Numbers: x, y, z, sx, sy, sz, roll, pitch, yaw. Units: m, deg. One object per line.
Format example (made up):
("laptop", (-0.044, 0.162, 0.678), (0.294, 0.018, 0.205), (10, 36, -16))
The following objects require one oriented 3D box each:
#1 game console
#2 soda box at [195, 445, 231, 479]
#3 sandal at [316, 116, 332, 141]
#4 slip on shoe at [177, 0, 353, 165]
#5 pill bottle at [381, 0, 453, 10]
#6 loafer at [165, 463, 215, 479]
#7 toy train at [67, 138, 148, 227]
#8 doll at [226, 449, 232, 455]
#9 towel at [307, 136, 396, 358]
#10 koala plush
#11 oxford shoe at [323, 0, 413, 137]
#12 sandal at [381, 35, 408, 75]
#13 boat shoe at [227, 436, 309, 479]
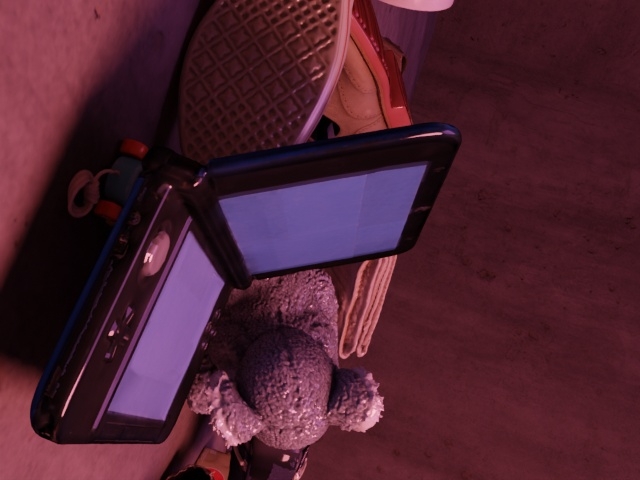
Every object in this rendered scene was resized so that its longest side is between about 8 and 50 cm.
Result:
("game console", (-0.036, 0.051, 0.538), (0.293, 0.173, 0.250), (86, 25, -74))
("soda box", (-0.172, 0.379, 1.038), (0.181, 0.061, 0.058), (-60, 165, -62))
("sandal", (0.069, -0.187, 1.267), (0.167, 0.107, 0.446), (55, 29, -29))
("slip on shoe", (-0.031, -0.189, 0.622), (0.101, 0.123, 0.331), (93, 11, -76))
("pill bottle", (0.151, -0.490, 0.971), (0.188, 0.187, 0.334), (-63, 168, -54))
("loafer", (-0.180, 0.362, 0.782), (0.366, 0.133, 0.130), (-88, 175, -77))
("toy train", (-0.138, 0.014, 0.531), (0.125, 0.046, 0.166), (-64, 168, -53))
("doll", (-0.125, 0.300, 1.273), (0.129, 0.046, 0.189), (-60, 166, -63))
("towel", (0.000, 0.000, 0.949), (0.282, 0.049, 0.187), (52, -42, 46))
("koala plush", (-0.045, 0.131, 0.766), (0.221, 0.196, 0.203), (-112, -154, -65))
("oxford shoe", (0.018, -0.217, 0.901), (0.348, 0.130, 0.123), (52, 27, -58))
("sandal", (0.102, -0.254, 1.143), (0.303, 0.086, 0.120), (58, 33, -31))
("boat shoe", (-0.085, 0.267, 1.033), (0.340, 0.127, 0.158), (-157, -97, -84))
